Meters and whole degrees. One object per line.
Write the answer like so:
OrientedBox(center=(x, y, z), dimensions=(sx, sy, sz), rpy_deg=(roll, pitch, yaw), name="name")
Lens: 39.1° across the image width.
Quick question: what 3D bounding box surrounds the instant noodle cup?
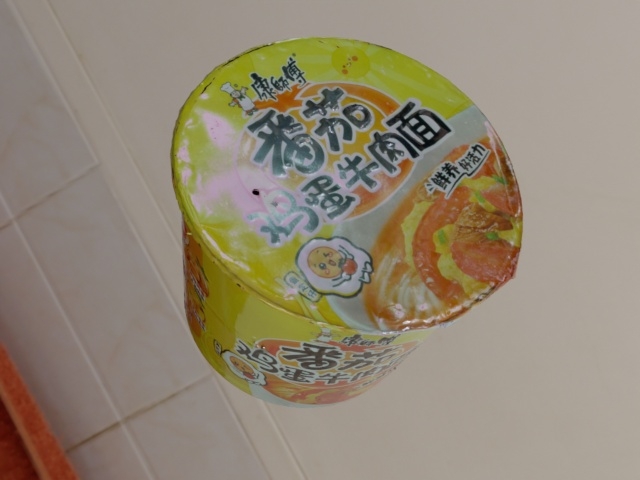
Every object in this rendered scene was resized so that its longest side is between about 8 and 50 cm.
OrientedBox(center=(0.000, 0.000, 0.712), dimensions=(0.264, 0.264, 0.200), rpy_deg=(-27, 159, -29), name="instant noodle cup")
